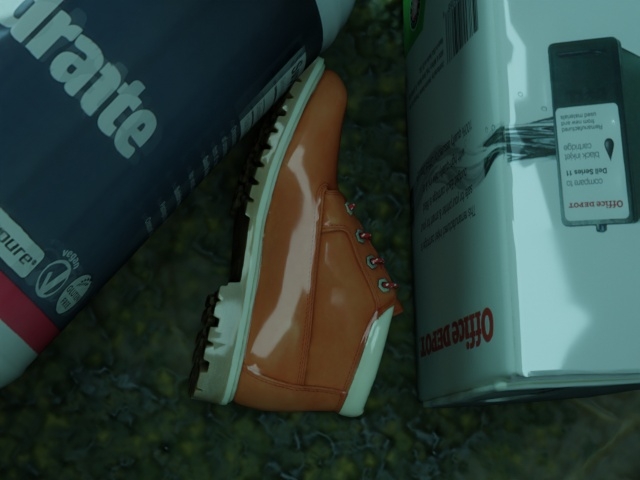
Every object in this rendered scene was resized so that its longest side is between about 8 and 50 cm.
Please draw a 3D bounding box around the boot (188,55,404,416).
[{"bbox_3d":[0.000,0.000,0.579,0.084,0.059,0.158,13,87,-8],"label":"boot"}]

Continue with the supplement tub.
[{"bbox_3d":[-0.107,-0.095,0.510,0.191,0.191,0.272,41,78,1],"label":"supplement tub"}]

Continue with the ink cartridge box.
[{"bbox_3d":[0.092,-0.038,0.547,0.086,0.153,0.208,0,81,-9],"label":"ink cartridge box"}]
